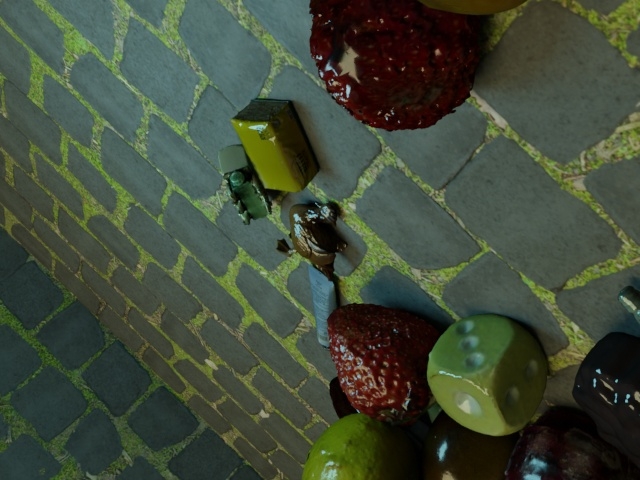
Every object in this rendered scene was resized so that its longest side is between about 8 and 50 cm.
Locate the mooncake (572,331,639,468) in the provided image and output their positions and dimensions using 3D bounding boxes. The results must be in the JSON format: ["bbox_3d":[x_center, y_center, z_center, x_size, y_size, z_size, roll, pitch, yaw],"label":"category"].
[{"bbox_3d":[0.531,0.278,1.307,0.283,0.141,0.283,41,168,11],"label":"mooncake"}]

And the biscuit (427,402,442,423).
[{"bbox_3d":[0.274,0.386,1.938,0.208,0.047,0.164,51,150,-11],"label":"biscuit"}]

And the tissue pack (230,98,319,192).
[{"bbox_3d":[-0.089,-0.185,1.616,0.120,0.082,0.169,12,138,42],"label":"tissue pack"}]

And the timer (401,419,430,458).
[{"bbox_3d":[0.279,0.538,2.077,0.208,0.069,0.191,45,165,4],"label":"timer"}]

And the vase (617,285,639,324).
[{"bbox_3d":[0.544,0.146,1.261,0.211,0.060,0.060,40,151,8],"label":"vase"}]

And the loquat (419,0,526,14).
[{"bbox_3d":[0.169,-0.366,0.899,0.235,0.235,0.235,32,149,22],"label":"loquat"}]

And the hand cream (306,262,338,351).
[{"bbox_3d":[0.013,0.167,1.982,0.091,0.058,0.271,37,149,37],"label":"hand cream"}]

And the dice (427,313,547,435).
[{"bbox_3d":[0.319,0.254,1.577,0.166,0.169,0.169,7,134,47],"label":"dice"}]

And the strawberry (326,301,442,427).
[{"bbox_3d":[0.138,0.244,1.741,0.288,0.238,0.250,42,148,22],"label":"strawberry"}]

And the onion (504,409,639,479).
[{"bbox_3d":[0.496,0.524,1.627,0.336,0.260,0.282,52,156,-14],"label":"onion"}]

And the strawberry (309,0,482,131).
[{"bbox_3d":[0.085,-0.267,1.146,0.274,0.220,0.274,29,144,24],"label":"strawberry"}]

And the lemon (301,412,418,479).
[{"bbox_3d":[0.089,0.507,1.775,0.260,0.284,0.260,-1,127,-1],"label":"lemon"}]

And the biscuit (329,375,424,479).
[{"bbox_3d":[0.156,0.515,2.100,0.407,0.091,0.407,55,166,21],"label":"biscuit"}]

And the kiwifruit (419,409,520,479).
[{"bbox_3d":[0.316,0.456,1.774,0.196,0.234,0.196,34,177,2],"label":"kiwifruit"}]

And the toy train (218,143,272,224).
[{"bbox_3d":[-0.156,-0.117,1.753,0.194,0.081,0.125,64,-170,-66],"label":"toy train"}]

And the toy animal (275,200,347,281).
[{"bbox_3d":[0.000,0.000,1.754,0.179,0.089,0.188,-24,106,46],"label":"toy animal"}]
